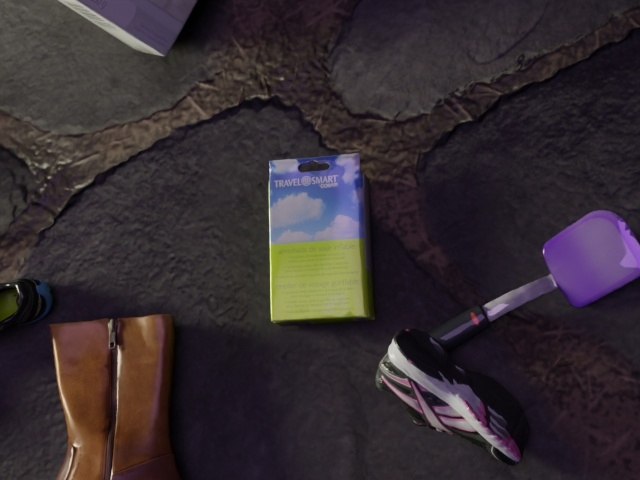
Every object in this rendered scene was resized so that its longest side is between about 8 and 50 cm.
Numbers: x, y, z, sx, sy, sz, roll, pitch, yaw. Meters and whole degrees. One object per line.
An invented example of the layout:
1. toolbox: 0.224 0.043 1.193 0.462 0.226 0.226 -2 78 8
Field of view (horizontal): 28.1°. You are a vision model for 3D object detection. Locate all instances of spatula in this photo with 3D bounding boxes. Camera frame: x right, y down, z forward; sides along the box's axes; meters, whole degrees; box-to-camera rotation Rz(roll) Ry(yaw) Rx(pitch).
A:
1. spatula: 0.193 0.066 1.329 0.296 0.030 0.084 -29 73 8

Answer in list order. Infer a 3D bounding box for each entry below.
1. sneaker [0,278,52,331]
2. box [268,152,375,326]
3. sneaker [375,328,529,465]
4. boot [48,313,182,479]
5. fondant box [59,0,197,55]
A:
1. sneaker: -0.398 0.089 1.448 0.188 0.078 0.067 -25 75 9
2. box: 0.000 0.000 1.383 0.109 0.042 0.178 -4 79 13
3. sneaker: 0.133 0.169 1.314 0.178 0.072 0.077 42 128 7
4. boot: -0.277 0.225 1.385 0.264 0.096 0.281 -11 77 12
5. fondant box: -0.202 -0.406 1.407 0.096 0.238 0.330 23 84 55
